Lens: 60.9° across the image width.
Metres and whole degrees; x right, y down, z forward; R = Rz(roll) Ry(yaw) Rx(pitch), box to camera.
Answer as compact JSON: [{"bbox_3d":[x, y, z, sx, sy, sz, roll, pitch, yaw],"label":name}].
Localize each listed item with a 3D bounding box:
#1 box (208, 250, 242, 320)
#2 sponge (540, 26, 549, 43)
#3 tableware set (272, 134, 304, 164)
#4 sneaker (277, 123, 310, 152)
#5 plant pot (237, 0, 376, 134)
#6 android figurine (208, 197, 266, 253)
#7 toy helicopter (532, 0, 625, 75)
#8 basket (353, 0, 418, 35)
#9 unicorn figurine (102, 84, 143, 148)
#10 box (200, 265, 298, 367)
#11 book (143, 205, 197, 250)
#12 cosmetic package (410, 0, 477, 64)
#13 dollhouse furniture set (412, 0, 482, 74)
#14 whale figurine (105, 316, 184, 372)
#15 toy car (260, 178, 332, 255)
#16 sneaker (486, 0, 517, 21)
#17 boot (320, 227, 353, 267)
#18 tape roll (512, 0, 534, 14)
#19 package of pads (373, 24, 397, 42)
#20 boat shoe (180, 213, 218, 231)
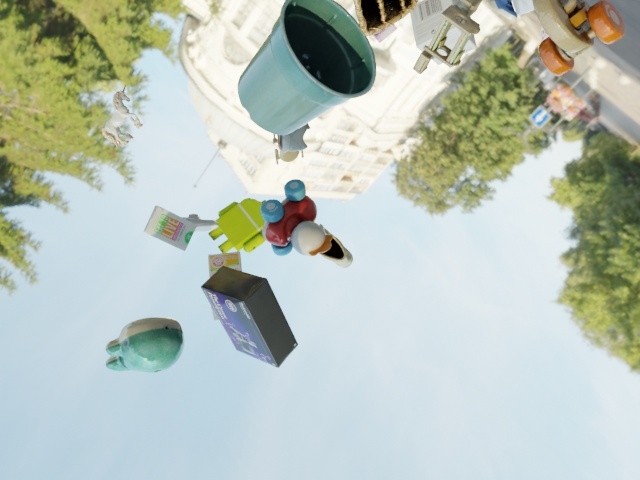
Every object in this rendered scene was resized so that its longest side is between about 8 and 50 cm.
[{"bbox_3d":[-0.314,0.151,1.828,0.114,0.103,0.203,-5,-118,-8],"label":"box"},{"bbox_3d":[0.694,-0.632,1.614,0.031,0.117,0.210,1,-170,7],"label":"sponge"},{"bbox_3d":[-0.137,-0.407,2.227,0.128,0.194,0.039,-17,-134,-13],"label":"tableware set"},{"bbox_3d":[-0.098,-0.461,2.049,0.120,0.263,0.099,-1,-172,-17],"label":"sneaker"},{"bbox_3d":[-0.067,-0.508,1.663,0.341,0.334,0.341,16,-117,-34],"label":"plant pot"},{"bbox_3d":[-0.314,-0.065,2.206,0.248,0.272,0.056,47,169,29],"label":"android figurine"},{"bbox_3d":[0.480,-0.532,1.115,0.234,0.140,0.355,28,-124,-23],"label":"toy helicopter"},{"bbox_3d":[0.180,-0.768,1.527,0.223,0.213,0.299,-91,-14,-46],"label":"basket"},{"bbox_3d":[-0.565,-0.350,1.555,0.111,0.162,0.060,39,178,-13],"label":"unicorn figurine"},{"bbox_3d":[-0.195,0.212,1.521,0.103,0.184,0.261,-48,-49,-35],"label":"box"},{"bbox_3d":[-0.483,-0.038,1.753,0.144,0.096,0.035,28,168,-31],"label":"book"},{"bbox_3d":[0.416,-0.718,1.843,0.183,0.151,0.152,9,-110,-52],"label":"cosmetic package"},{"bbox_3d":[0.358,-0.529,1.446,0.101,0.182,0.161,39,-123,8],"label":"dollhouse furniture set"},{"bbox_3d":[-0.495,0.320,1.528,0.216,0.272,0.141,10,-129,-48],"label":"whale figurine"},{"bbox_3d":[-0.045,-0.035,1.768,0.238,0.219,0.210,31,-119,28],"label":"toy car"},{"bbox_3d":[0.488,-0.651,1.438,0.058,0.085,0.152,6,-135,-42],"label":"sneaker"},{"bbox_3d":[0.000,0.000,2.012,0.262,0.095,0.203,40,-179,13],"label":"boot"},{"bbox_3d":[0.664,-0.734,1.505,0.100,0.286,0.286,62,-159,-17],"label":"tape roll"},{"bbox_3d":[0.227,-0.736,1.919,0.032,0.083,0.050,44,-163,-34],"label":"package of pads"},{"bbox_3d":[-0.450,-0.063,1.901,0.184,0.066,0.063,-6,-105,-4],"label":"boat shoe"}]
